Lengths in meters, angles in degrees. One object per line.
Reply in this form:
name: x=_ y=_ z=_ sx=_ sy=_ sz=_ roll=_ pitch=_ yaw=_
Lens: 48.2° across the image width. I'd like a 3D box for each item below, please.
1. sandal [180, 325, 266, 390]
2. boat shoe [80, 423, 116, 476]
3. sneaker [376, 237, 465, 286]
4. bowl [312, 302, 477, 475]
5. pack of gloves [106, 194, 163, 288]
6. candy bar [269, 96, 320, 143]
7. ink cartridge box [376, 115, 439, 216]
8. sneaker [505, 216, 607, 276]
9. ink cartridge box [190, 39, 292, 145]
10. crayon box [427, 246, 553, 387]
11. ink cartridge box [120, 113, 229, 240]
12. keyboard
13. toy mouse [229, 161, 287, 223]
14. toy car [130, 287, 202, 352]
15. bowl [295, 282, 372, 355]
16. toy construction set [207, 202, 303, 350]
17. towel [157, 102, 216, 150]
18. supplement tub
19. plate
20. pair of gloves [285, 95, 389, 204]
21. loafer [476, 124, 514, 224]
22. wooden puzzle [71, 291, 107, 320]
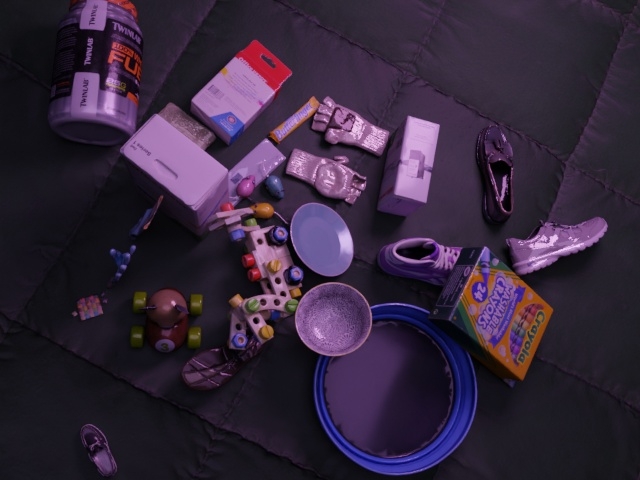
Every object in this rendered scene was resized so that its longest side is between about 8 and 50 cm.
sandal: x=-0.220 y=0.269 z=1.633 sx=0.219 sy=0.060 sz=0.090 roll=-36 pitch=88 yaw=-31
boat shoe: x=-0.482 y=0.456 z=1.548 sx=0.046 sy=0.038 sz=0.125 roll=-25 pitch=84 yaw=-15
sneaker: x=0.291 y=0.051 z=1.722 sx=0.282 sy=0.161 sz=0.102 roll=3 pitch=76 yaw=-12
bowl: x=0.171 y=0.345 z=1.679 sx=0.391 sy=0.077 sz=0.391 roll=2 pitch=78 yaw=-10
pack of gloves: x=-0.423 y=0.000 z=1.555 sx=0.046 sy=0.232 sz=0.195 roll=27 pitch=72 yaw=-16
candy bar: x=-0.063 y=-0.301 z=1.800 sx=0.161 sy=0.018 sz=0.040 roll=-42 pitch=88 yaw=-17
ink cartridge box: x=0.214 y=-0.177 z=1.758 sx=0.087 sy=0.153 sz=0.208 roll=14 pitch=77 yaw=-9
sneaker: x=0.604 y=-0.010 z=1.822 sx=0.281 sy=0.105 sz=0.115 roll=-23 pitch=84 yaw=-14
ink cartridge box: x=-0.193 y=-0.364 z=1.756 sx=0.134 sy=0.078 sz=0.231 roll=42 pitch=74 yaw=-1
crayon box: x=0.424 y=0.188 z=1.694 sx=0.323 sy=0.083 sz=0.203 roll=39 pitch=68 yaw=-24
ink cartridge box: x=-0.311 y=-0.129 z=1.573 sx=0.201 sy=0.278 sz=0.117 roll=38 pitch=75 yaw=3
keyboard: x=-0.198 y=-0.144 z=1.745 sx=0.072 sy=0.014 sz=0.256 roll=44 pitch=74 yaw=6
toy mouse: x=-0.143 y=-0.126 z=1.728 sx=0.161 sy=0.031 sz=0.143 roll=11 pitch=80 yaw=-14
toy car: x=-0.336 y=0.167 z=1.559 sx=0.155 sy=0.188 sz=0.148 roll=3 pitch=78 yaw=-10
bowl: x=0.029 y=0.187 z=1.608 sx=0.170 sy=0.080 sz=0.170 roll=0 pitch=67 yaw=1
toy construction set: x=-0.151 y=0.069 z=1.626 sx=0.215 sy=0.151 sz=0.327 roll=-17 pitch=96 yaw=-32
towel: x=-0.339 y=-0.257 z=1.732 sx=0.148 sy=0.027 sz=0.110 roll=36 pitch=75 yaw=-2
supplement tub: x=-0.511 y=-0.393 z=1.642 sx=0.194 sy=0.193 sz=0.316 roll=3 pitch=78 yaw=-10
plate: x=0.000 y=0.000 z=1.716 sx=0.188 sy=0.024 sz=0.188 roll=18 pitch=58 yaw=-33
pair of gloves: x=0.046 y=-0.222 z=1.792 sx=0.204 sy=0.042 sz=0.240 roll=29 pitch=75 yaw=-4
loafer: x=0.465 y=-0.177 z=1.841 sx=0.096 sy=0.084 sz=0.267 roll=0 pitch=78 yaw=-11
wooden puzzle: x=-0.523 y=0.151 z=1.621 sx=0.083 sy=0.006 sz=0.049 roll=-17 pitch=82 yaw=-14
